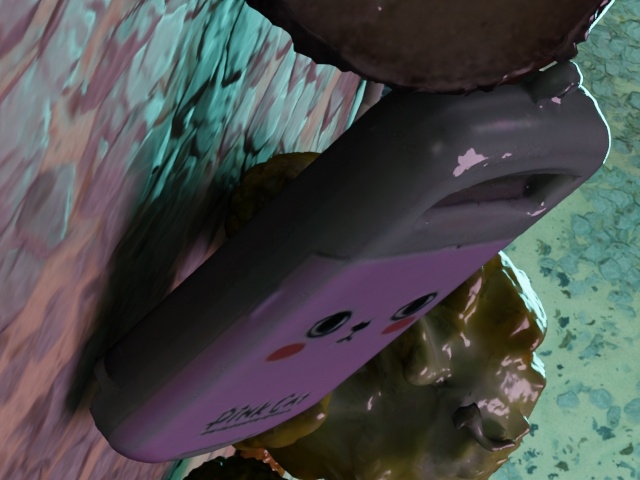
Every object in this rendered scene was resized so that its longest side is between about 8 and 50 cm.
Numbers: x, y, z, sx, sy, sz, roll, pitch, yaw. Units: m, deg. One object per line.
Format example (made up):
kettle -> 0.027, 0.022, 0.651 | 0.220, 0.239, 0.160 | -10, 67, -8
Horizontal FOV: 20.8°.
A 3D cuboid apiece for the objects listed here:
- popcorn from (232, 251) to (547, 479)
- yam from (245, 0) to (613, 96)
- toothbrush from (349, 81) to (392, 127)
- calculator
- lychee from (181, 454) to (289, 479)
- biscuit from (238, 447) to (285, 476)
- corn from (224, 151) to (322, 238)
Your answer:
popcorn -> 0.032, 0.075, 1.037 | 0.212, 0.198, 0.198 | 3, 117, -46
yam -> 0.048, -0.122, 0.588 | 0.280, 0.131, 0.131 | -53, 168, -76
toothbrush -> 0.012, -0.019, 1.131 | 0.030, 0.030, 0.304 | -59, 174, -41
calculator -> 0.011, 0.009, 0.679 | 0.246, 0.045, 0.141 | -42, 161, 29
lychee -> -0.057, 0.198, 1.033 | 0.114, 0.114, 0.146 | 101, -4, -65
biscuit -> -0.006, 0.105, 1.385 | 0.254, 0.035, 0.254 | -62, 172, -15
corn -> 0.000, 0.000, 0.859 | 0.080, 0.080, 0.231 | -64, 174, -1
